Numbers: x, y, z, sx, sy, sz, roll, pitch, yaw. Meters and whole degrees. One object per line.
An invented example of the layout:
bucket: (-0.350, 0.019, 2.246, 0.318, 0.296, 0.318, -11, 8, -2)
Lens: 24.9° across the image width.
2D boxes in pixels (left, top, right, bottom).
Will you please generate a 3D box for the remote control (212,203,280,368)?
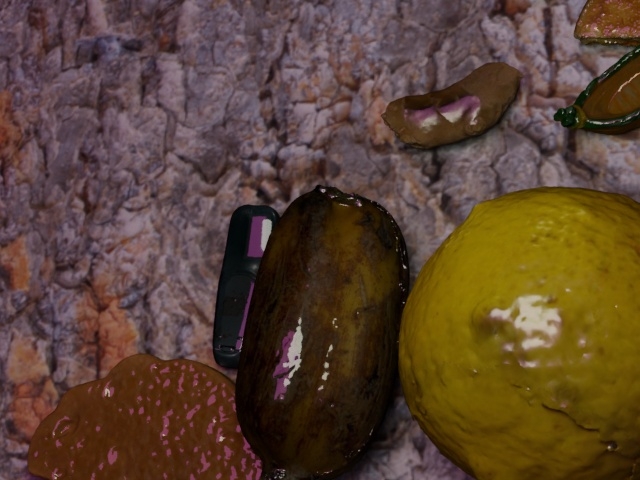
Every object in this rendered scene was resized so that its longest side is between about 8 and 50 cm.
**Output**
remote control: (-0.099, 0.058, 1.895, 0.072, 0.042, 0.222, 4, 74, 19)

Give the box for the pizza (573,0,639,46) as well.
pizza: (0.405, -0.288, 1.829, 0.175, 0.046, 0.134, -32, 63, 7)

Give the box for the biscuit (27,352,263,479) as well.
biscuit: (-0.225, 0.303, 1.848, 0.351, 0.057, 0.312, -29, 64, 7)

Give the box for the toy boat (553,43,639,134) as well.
toy boat: (0.392, -0.200, 1.770, 0.229, 0.088, 0.089, -36, 57, 13)

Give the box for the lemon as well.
lemon: (0.264, 0.103, 1.587, 0.350, 0.349, 0.387, 15, 58, 24)

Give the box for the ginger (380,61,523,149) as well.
ginger: (0.172, -0.169, 1.860, 0.190, 0.069, 0.095, -17, 72, 13)

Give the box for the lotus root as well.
lotus root: (0.001, 0.122, 1.758, 0.196, 0.179, 0.397, 9, 73, 10)
